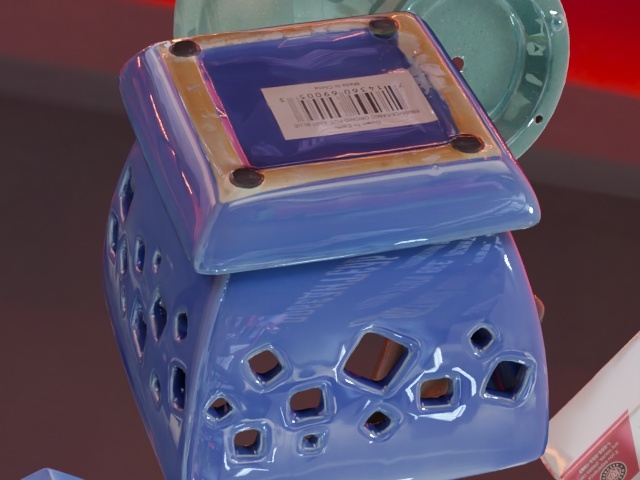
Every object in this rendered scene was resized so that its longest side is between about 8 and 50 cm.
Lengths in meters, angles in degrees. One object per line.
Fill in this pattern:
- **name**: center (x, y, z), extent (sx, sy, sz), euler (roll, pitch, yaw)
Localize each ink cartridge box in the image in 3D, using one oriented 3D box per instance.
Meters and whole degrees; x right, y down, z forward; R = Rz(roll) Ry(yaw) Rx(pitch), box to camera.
- **ink cartridge box**: center (0.312, 0.194, 1.689), extent (0.158, 0.218, 0.092), euler (-45, -157, 6)

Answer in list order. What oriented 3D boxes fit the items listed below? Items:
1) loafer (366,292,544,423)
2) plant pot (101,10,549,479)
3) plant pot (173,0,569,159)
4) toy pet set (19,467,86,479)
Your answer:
- **loafer**: center (0.065, 0.089, 1.397), extent (0.220, 0.078, 0.080), euler (-44, -170, -35)
- **plant pot**: center (0.000, 0.000, 1.196), extent (0.236, 0.236, 0.212), euler (-115, -158, -50)
- **plant pot**: center (0.063, -0.151, 1.506), extent (0.196, 0.293, 0.293), euler (34, -66, 52)
- **toy pet set**: center (-0.125, 0.147, 0.973), extent (0.122, 0.114, 0.065), euler (16, -99, 25)
